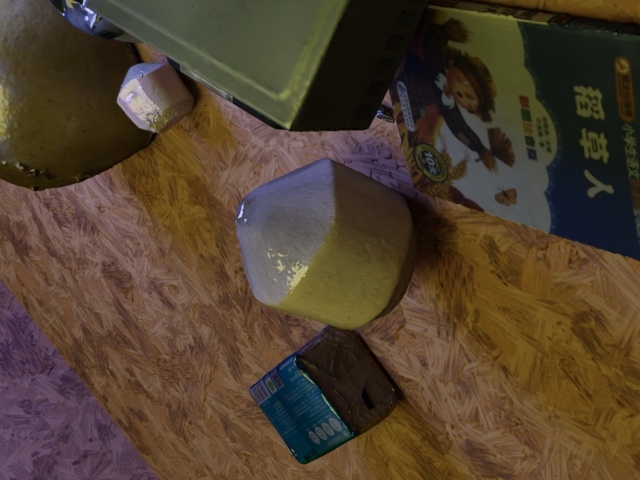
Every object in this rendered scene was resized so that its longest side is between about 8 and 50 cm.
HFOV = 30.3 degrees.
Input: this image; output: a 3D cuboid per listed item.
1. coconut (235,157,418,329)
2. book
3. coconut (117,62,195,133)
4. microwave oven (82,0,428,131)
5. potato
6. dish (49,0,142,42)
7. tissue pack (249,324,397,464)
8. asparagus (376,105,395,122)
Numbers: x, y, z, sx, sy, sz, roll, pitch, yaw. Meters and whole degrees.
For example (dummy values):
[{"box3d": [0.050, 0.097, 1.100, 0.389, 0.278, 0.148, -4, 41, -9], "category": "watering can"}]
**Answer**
[{"box3d": [0.000, 0.000, 1.724, 0.265, 0.237, 0.237, 17, 162, -25], "category": "coconut"}, {"box3d": [0.244, -0.148, 1.458, 0.428, 0.039, 0.300, 21, 136, 46], "category": "book"}, {"box3d": [-0.291, -0.255, 2.060, 0.122, 0.116, 0.116, 51, 151, 0], "category": "coconut"}, {"box3d": [-0.066, -0.322, 1.460, 0.355, 0.218, 0.286, 32, 110, 24], "category": "microwave oven"}, {"box3d": [-0.555, -0.298, 2.212, 0.385, 0.319, 0.442, 12, 127, 49], "category": "potato"}, {"box3d": [-0.354, -0.417, 1.865, 0.324, 0.124, 0.324, 23, 152, 13], "category": "dish"}, {"box3d": [0.004, 0.280, 2.147, 0.192, 0.134, 0.271, 53, 151, 3], "category": "tissue pack"}, {"box3d": [0.031, -0.208, 1.728, 0.233, 0.022, 0.023, 27, 96, 44], "category": "asparagus"}]
